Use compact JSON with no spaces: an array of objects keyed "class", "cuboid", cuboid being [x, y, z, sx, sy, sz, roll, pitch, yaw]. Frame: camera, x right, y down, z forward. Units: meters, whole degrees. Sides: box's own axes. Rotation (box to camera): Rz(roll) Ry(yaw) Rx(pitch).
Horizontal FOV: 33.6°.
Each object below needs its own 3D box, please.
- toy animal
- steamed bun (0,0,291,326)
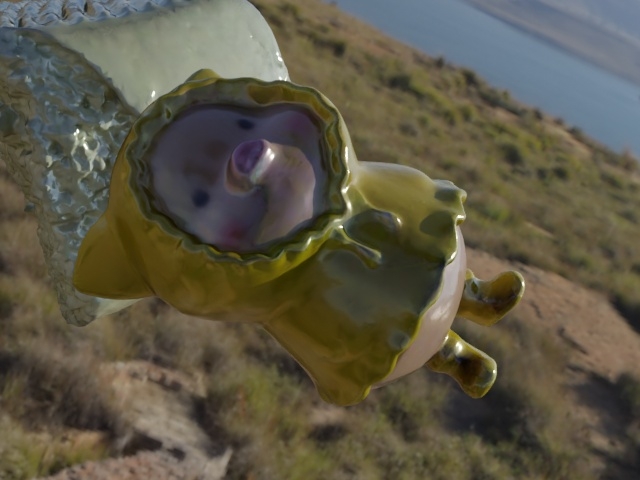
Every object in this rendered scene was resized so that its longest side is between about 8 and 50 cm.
[{"class":"toy animal","cuboid":[-0.002,0.004,0.570,0.230,0.156,0.156,29,17,-6]},{"class":"steamed bun","cuboid":[-0.175,-0.075,0.883,0.274,0.272,0.290,-14,25,-19]}]
